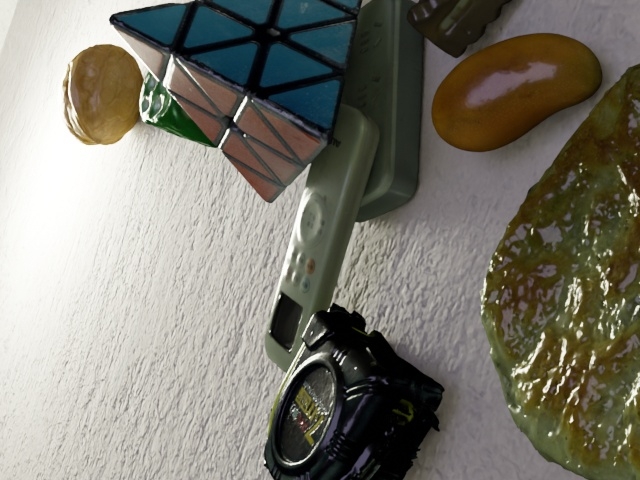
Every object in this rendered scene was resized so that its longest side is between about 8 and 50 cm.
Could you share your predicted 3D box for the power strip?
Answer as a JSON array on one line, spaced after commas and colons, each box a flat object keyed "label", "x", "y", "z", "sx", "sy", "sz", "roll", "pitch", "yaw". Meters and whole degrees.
[{"label": "power strip", "x": 0.042, "y": -0.148, "z": 1.262, "sx": 0.194, "sy": 0.059, "sz": 0.265, "roll": -25, "pitch": 55, "yaw": 51}]

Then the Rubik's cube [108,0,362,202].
[{"label": "Rubik's cube", "x": -0.061, "y": -0.178, "z": 1.189, "sx": 0.228, "sy": 0.233, "sz": 0.228, "roll": -19, "pitch": 84, "yaw": 29}]

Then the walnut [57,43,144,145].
[{"label": "walnut", "x": -0.403, "y": -0.266, "z": 1.942, "sx": 0.159, "sy": 0.159, "sz": 0.206, "roll": -35, "pitch": 46, "yaw": 45}]

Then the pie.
[{"label": "pie", "x": 0.244, "y": 0.036, "z": 0.833, "sx": 0.296, "sy": 0.078, "sz": 0.371, "roll": -37, "pitch": 44, "yaw": 43}]

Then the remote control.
[{"label": "remote control", "x": -0.001, "y": 0.000, "z": 1.187, "sx": 0.090, "sy": 0.038, "sz": 0.309, "roll": 33, "pitch": 111, "yaw": 54}]

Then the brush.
[{"label": "brush", "x": 0.204, "y": -0.328, "z": 1.090, "sx": 0.301, "sy": 0.084, "sz": 0.071, "roll": -53, "pitch": 36, "yaw": 14}]

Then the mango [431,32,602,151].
[{"label": "mango", "x": 0.183, "y": -0.146, "z": 1.015, "sx": 0.184, "sy": 0.085, "sz": 0.102, "roll": -22, "pitch": 57, "yaw": 45}]

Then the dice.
[{"label": "dice", "x": -0.198, "y": -0.221, "z": 1.622, "sx": 0.131, "sy": 0.120, "sz": 0.128, "roll": 21, "pitch": 92, "yaw": 58}]

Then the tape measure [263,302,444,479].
[{"label": "tape measure", "x": 0.024, "y": 0.183, "z": 1.077, "sx": 0.186, "sy": 0.112, "sz": 0.199, "roll": -60, "pitch": 27, "yaw": 7}]
